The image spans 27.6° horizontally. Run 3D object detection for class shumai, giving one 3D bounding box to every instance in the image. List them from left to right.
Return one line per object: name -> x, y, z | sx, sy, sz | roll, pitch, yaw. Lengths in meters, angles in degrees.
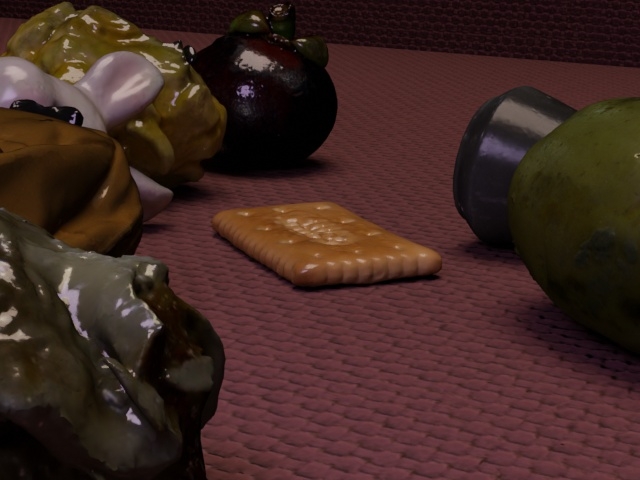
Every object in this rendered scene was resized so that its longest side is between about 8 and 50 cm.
shumai -> -0.165, 0.064, 0.733 | 0.218, 0.189, 0.256 | 0, 19, 0

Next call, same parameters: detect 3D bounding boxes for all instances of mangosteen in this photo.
mangosteen -> -0.087, -0.204, 1.763 | 0.216, 0.216, 0.216 | 2, 14, 0

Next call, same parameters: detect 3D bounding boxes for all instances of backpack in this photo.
backpack -> -0.326, -0.021, 1.029 | 0.353, 0.201, 0.378 | 11, 19, 18

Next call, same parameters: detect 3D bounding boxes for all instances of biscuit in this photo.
biscuit -> 0.000, -0.001, 1.325 | 0.160, 0.030, 0.249 | -5, 15, -23

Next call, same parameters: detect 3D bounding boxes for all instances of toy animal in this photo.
toy animal -> -0.331, -0.093, 1.332 | 0.367, 0.196, 0.241 | -5, 14, -17

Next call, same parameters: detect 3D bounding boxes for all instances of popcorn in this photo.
popcorn -> -0.255, -0.163, 1.571 | 0.286, 0.215, 0.252 | 21, 14, 1

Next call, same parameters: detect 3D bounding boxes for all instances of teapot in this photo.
teapot -> 0.273, -0.052, 1.344 | 0.225, 0.171, 0.203 | 19, -10, 31

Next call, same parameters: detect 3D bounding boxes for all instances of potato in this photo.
potato -> 0.279, -0.011, 1.052 | 0.215, 0.216, 0.304 | -3, 12, -17
